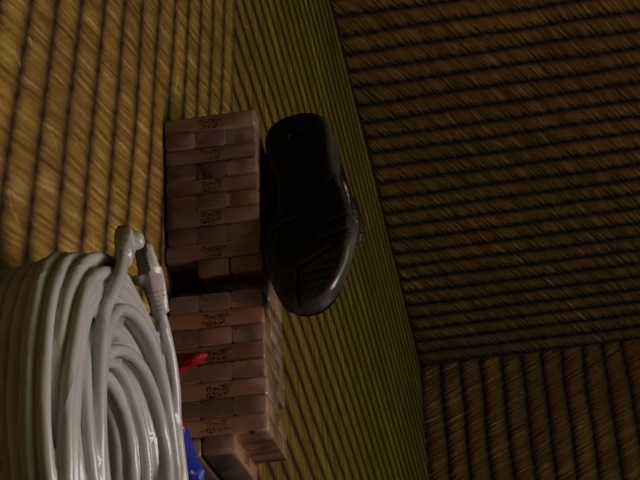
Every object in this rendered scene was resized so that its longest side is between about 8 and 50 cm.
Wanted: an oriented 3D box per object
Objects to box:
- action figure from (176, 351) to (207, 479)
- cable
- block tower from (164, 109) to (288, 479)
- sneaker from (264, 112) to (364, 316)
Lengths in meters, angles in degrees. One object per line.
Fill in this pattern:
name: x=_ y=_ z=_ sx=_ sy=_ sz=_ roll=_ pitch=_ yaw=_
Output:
action figure: x=-0.076 y=0.225 z=1.208 sx=0.091 sy=0.139 sz=0.280 roll=-4 pitch=89 yaw=-55
cable: x=-0.146 y=0.134 z=0.968 sx=0.257 sy=0.089 sz=0.257 roll=-61 pitch=144 yaw=-76
block tower: x=-0.087 y=0.050 z=1.473 sx=0.097 sy=0.091 sz=0.336 roll=69 pitch=16 yaw=-63
sneaker: x=0.000 y=0.000 z=1.496 sx=0.228 sy=0.087 sz=0.130 roll=-98 pitch=168 yaw=-45
